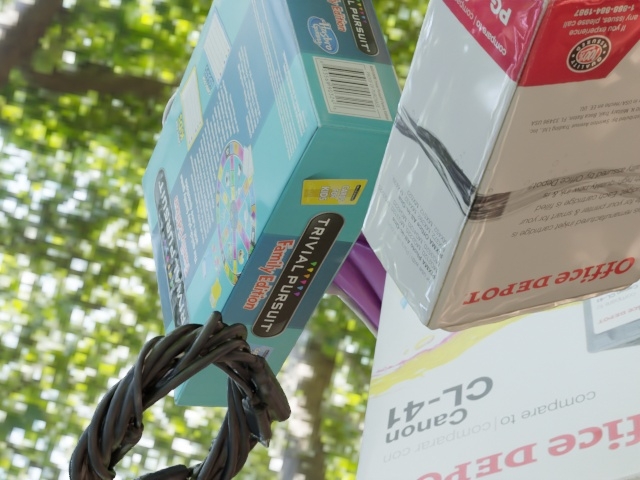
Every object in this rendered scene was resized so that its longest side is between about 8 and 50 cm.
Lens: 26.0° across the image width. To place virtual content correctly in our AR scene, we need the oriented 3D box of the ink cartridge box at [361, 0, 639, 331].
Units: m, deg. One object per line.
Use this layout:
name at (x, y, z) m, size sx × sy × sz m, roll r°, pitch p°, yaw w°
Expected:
ink cartridge box at (0.088, -0.047, 0.516) m, size 0.063 × 0.109 × 0.150 m, roll 56°, pitch 143°, yaw 37°

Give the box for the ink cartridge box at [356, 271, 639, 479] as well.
ink cartridge box at (0.150, 0.076, 0.776) m, size 0.131 × 0.226 × 0.306 m, roll 58°, pitch -156°, yaw -27°

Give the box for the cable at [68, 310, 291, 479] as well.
cable at (-0.097, 0.117, 0.887) m, size 0.150 × 0.047 × 0.184 m, roll -35°, pitch -31°, yaw -6°

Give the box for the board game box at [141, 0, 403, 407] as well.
board game box at (-0.050, -0.063, 1.116) m, size 0.336 × 0.079 × 0.254 m, roll 119°, pitch 147°, yaw -44°

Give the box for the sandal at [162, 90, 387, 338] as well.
sandal at (0.006, -0.011, 1.300) m, size 0.102 × 0.416 × 0.169 m, roll -36°, pitch -19°, yaw -54°
